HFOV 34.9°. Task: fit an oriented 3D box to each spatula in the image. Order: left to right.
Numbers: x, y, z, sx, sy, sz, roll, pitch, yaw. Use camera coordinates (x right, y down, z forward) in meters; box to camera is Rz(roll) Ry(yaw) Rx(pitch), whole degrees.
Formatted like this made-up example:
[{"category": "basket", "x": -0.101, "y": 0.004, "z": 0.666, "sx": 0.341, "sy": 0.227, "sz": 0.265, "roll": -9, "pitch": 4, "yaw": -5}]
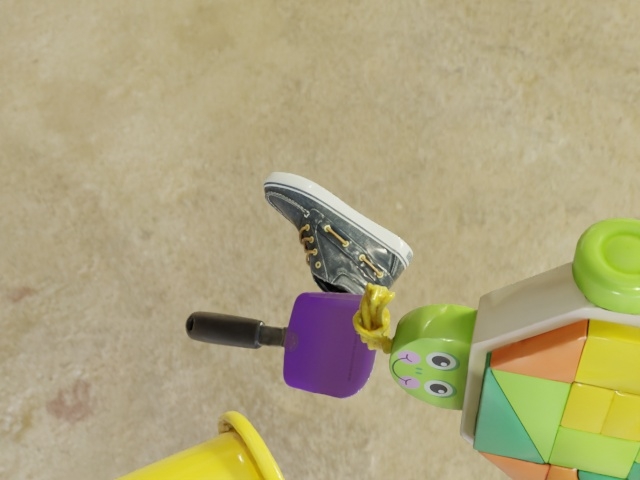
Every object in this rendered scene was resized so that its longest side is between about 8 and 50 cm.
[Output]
[{"category": "spatula", "x": -0.048, "y": 0.085, "z": 0.900, "sx": 0.030, "sy": 0.296, "sz": 0.084, "roll": 14, "pitch": 81, "yaw": -32}]

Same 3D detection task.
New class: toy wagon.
[{"category": "toy wagon", "x": 0.185, "y": 0.099, "z": 0.634, "sx": 0.344, "sy": 0.267, "sz": 0.068, "roll": 9, "pitch": 51, "yaw": 10}]

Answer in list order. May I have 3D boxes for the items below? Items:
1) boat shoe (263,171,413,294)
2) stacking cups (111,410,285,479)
[{"category": "boat shoe", "x": 0.000, "y": 0.000, "z": 1.068, "sx": 0.183, "sy": 0.065, "sz": 0.083, "roll": 30, "pitch": 69, "yaw": 16}, {"category": "stacking cups", "x": -0.151, "y": 0.152, "z": 0.293, "sx": 0.316, "sy": 0.096, "sz": 0.096, "roll": -20, "pitch": 57, "yaw": -19}]
